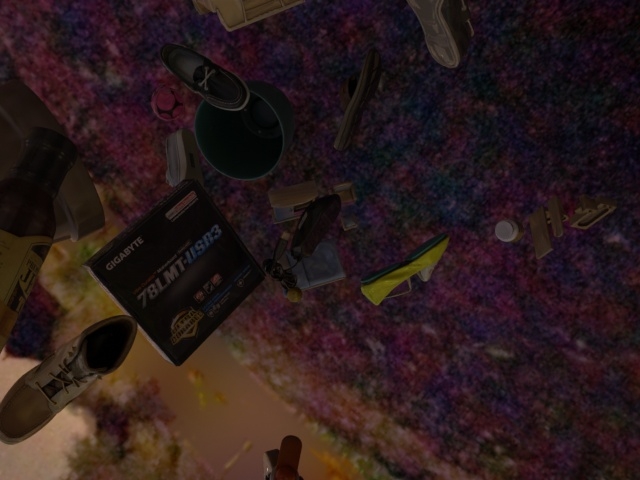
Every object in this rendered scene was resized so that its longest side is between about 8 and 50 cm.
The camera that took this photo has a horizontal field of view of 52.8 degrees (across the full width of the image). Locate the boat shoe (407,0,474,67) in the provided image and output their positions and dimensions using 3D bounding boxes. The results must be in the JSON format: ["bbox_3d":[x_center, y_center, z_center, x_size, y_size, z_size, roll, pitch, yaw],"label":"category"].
[{"bbox_3d":[0.257,-0.522,1.388,0.112,0.095,0.335,25,163,34],"label":"boat shoe"}]

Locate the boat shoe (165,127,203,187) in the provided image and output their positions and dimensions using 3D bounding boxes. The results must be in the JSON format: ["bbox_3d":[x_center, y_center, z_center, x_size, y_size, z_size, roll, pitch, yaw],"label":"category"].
[{"bbox_3d":[-0.366,-0.179,1.698,0.081,0.228,0.079,-12,170,29],"label":"boat shoe"}]

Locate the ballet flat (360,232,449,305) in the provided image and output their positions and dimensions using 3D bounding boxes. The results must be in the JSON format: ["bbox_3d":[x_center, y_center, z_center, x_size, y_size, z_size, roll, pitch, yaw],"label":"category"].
[{"bbox_3d":[0.197,0.069,1.430,0.077,0.231,0.077,61,175,-5],"label":"ballet flat"}]

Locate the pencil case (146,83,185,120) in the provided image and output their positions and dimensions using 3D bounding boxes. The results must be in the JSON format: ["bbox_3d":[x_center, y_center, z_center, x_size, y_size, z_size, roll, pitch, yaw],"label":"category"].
[{"bbox_3d":[-0.432,-0.389,1.805,0.209,0.095,0.098,-144,55,-66],"label":"pencil case"}]

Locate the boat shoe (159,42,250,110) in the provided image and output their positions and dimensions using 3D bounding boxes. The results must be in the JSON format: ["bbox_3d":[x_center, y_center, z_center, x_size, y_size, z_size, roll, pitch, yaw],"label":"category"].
[{"bbox_3d":[-0.333,-0.461,1.814,0.302,0.114,0.091,30,-173,22],"label":"boat shoe"}]

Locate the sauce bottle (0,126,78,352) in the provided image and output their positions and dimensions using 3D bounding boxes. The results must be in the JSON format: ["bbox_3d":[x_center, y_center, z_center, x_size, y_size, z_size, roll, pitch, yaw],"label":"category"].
[{"bbox_3d":[-0.398,0.015,0.792,0.111,0.344,0.111,13,156,6],"label":"sauce bottle"}]

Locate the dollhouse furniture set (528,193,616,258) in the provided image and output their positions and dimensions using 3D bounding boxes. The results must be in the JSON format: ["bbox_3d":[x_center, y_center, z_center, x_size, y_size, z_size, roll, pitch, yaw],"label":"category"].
[{"bbox_3d":[0.628,-0.029,1.585,0.151,0.123,0.144,10,149,-17],"label":"dollhouse furniture set"}]

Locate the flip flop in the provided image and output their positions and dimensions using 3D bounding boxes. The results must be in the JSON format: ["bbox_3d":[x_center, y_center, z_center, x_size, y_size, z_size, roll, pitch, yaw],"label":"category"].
[{"bbox_3d":[0.084,-0.373,1.695,0.080,0.277,0.112,28,-159,16],"label":"flip flop"}]

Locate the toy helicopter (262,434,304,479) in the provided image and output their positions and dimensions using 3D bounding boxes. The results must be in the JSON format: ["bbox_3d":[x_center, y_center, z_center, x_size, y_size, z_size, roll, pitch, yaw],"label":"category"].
[{"bbox_3d":[-0.061,0.582,1.357,0.355,0.140,0.235,-127,37,-58],"label":"toy helicopter"}]

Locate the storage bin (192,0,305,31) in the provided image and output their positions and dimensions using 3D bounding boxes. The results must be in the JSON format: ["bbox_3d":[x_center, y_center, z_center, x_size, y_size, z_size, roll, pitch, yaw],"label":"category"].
[{"bbox_3d":[-0.225,-0.719,1.849,0.262,0.260,0.123,47,159,51],"label":"storage bin"}]

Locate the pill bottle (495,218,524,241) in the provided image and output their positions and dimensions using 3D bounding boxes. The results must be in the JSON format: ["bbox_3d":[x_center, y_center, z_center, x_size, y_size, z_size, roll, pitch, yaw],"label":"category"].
[{"bbox_3d":[0.524,-0.028,1.794,0.065,0.065,0.116,36,-164,25],"label":"pill bottle"}]

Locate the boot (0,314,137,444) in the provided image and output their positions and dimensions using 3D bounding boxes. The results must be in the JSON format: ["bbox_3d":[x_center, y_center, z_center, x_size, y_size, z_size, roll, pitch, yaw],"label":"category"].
[{"bbox_3d":[-0.437,0.236,1.109,0.095,0.262,0.203,52,144,-9],"label":"boot"}]

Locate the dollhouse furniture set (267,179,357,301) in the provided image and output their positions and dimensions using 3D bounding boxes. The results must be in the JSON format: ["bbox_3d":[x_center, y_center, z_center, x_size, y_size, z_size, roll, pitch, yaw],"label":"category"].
[{"bbox_3d":[0.000,0.000,1.856,0.198,0.286,0.303,99,157,-78],"label":"dollhouse furniture set"}]

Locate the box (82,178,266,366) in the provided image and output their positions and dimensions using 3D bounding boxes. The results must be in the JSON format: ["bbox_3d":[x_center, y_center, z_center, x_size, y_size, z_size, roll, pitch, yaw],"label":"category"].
[{"bbox_3d":[-0.304,0.067,1.402,0.073,0.295,0.293,6,135,52],"label":"box"}]

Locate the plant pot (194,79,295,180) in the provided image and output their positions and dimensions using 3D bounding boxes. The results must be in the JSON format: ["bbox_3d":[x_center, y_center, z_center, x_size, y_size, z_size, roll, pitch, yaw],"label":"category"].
[{"bbox_3d":[-0.210,-0.368,2.015,0.293,0.235,0.293,9,120,15],"label":"plant pot"}]

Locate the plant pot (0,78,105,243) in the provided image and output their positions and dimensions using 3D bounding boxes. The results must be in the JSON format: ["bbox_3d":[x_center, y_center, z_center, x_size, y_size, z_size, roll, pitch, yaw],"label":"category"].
[{"bbox_3d":[-0.610,-0.091,1.194,0.323,0.280,0.323,40,151,28],"label":"plant pot"}]

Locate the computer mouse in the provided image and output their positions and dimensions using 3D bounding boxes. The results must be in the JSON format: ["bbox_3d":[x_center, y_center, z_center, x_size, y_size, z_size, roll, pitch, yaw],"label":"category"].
[{"bbox_3d":[-0.053,-0.016,1.509,0.060,0.262,0.184,30,178,23],"label":"computer mouse"}]
